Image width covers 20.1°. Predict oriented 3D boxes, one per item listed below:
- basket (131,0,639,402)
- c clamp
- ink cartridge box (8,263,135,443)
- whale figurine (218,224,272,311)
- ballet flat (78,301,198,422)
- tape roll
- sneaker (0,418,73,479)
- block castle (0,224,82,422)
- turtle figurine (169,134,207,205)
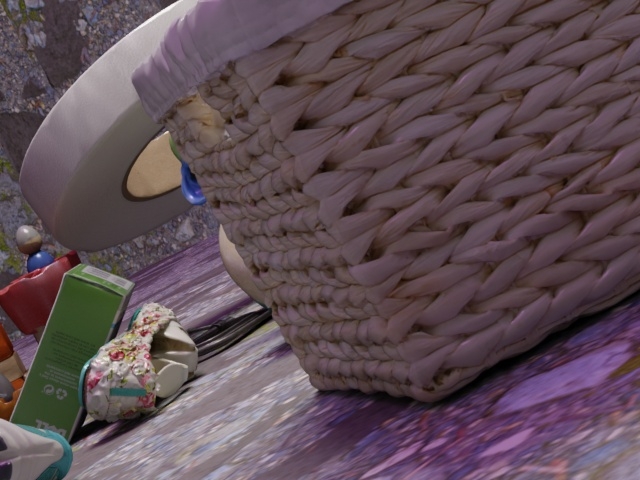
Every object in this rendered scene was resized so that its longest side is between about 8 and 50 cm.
[{"bbox_3d":[0.091,-0.083,1.138,0.331,0.266,0.328,-27,4,-13],"label":"basket"},{"bbox_3d":[-0.113,0.103,1.881,0.137,0.022,0.160,-20,5,25],"label":"c clamp"},{"bbox_3d":[-0.244,0.131,1.716,0.109,0.062,0.209,-91,22,-86],"label":"ink cartridge box"},{"bbox_3d":[0.044,-0.016,1.571,0.272,0.141,0.216,-11,53,35],"label":"whale figurine"},{"bbox_3d":[-0.156,0.117,1.670,0.077,0.091,0.241,4,15,9],"label":"ballet flat"},{"bbox_3d":[-0.156,-0.136,1.996,0.392,0.072,0.392,-37,-15,-11],"label":"tape roll"},{"bbox_3d":[-0.318,0.212,1.454,0.275,0.107,0.110,-20,-12,28],"label":"sneaker"},{"bbox_3d":[-0.452,0.158,1.982,0.453,0.213,0.303,-28,4,-3],"label":"block castle"},{"bbox_3d":[-0.001,-0.151,1.719,0.266,0.275,0.198,8,-19,-7],"label":"turtle figurine"}]
